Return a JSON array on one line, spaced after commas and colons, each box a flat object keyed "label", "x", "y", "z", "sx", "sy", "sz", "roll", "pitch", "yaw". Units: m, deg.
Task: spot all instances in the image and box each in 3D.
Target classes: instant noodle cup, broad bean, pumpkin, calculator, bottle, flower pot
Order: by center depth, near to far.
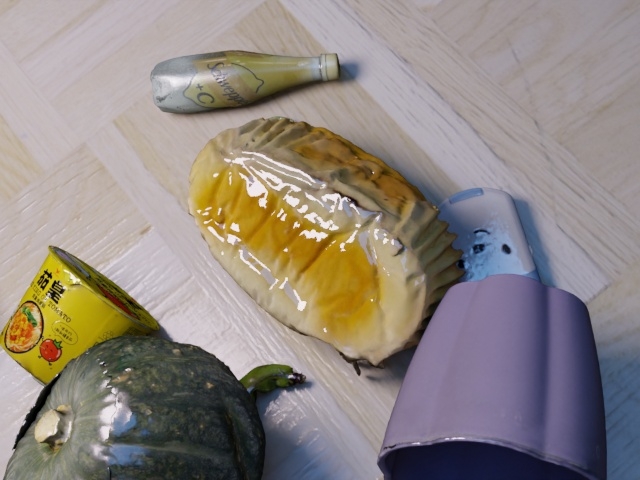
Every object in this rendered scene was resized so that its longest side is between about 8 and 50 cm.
[{"label": "flower pot", "x": 0.211, "y": 0.181, "z": 1.363, "sx": 0.265, "sy": 0.265, "sz": 0.243, "roll": 4, "pitch": 60, "yaw": 13}, {"label": "pumpkin", "x": -0.224, "y": 0.269, "z": 1.388, "sx": 0.291, "sy": 0.257, "sz": 0.327, "roll": 18, "pitch": 80, "yaw": 55}, {"label": "broad bean", "x": -0.108, "y": 0.224, "z": 1.519, "sx": 0.195, "sy": 0.046, "sz": 0.061, "roll": -42, "pitch": 64, "yaw": -8}, {"label": "calculator", "x": 0.218, "y": 0.029, "z": 1.533, "sx": 0.121, "sy": 0.039, "sz": 0.210, "roll": -16, "pitch": 67, "yaw": 6}, {"label": "instant noodle cup", "x": -0.327, "y": 0.116, "z": 1.543, "sx": 0.182, "sy": 0.182, "sz": 0.144, "roll": 38, "pitch": 89, "yaw": 22}, {"label": "bottle", "x": -0.106, "y": -0.235, "z": 1.677, "sx": 0.270, "sy": 0.083, "sz": 0.083, "roll": -7, "pitch": 68, "yaw": 8}]

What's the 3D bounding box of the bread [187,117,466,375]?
[{"label": "bread", "x": 0.008, "y": -0.009, "z": 1.518, "sx": 0.389, "sy": 0.183, "sz": 0.236, "roll": 42, "pitch": 108, "yaw": 18}]

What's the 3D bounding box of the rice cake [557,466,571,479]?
[{"label": "rice cake", "x": 0.309, "y": 0.257, "z": 1.429, "sx": 0.042, "sy": 0.030, "sz": 0.180, "roll": 9, "pitch": 70, "yaw": 20}]

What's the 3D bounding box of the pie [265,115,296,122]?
[{"label": "pie", "x": -0.064, "y": -0.140, "z": 1.666, "sx": 0.084, "sy": 0.021, "sz": 0.084, "roll": -5, "pitch": 70, "yaw": 14}]
